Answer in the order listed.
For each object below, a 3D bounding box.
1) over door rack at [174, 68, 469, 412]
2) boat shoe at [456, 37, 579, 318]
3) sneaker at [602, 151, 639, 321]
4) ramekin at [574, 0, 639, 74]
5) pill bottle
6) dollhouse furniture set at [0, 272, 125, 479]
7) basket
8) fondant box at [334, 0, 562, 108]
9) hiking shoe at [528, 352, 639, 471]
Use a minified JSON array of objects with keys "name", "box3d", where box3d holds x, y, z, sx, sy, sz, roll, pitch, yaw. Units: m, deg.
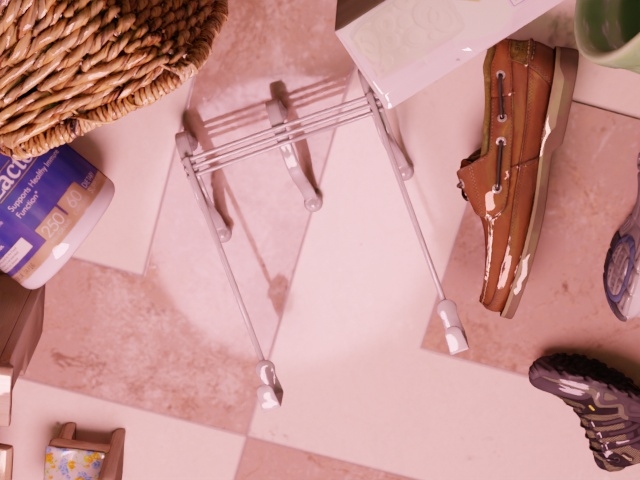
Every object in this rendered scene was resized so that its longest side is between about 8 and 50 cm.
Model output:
[{"name":"over door rack","box3d":[0.000,0.000,1.899,0.239,0.108,0.324,-19,88,8]},{"name":"boat shoe","box3d":[0.200,-0.070,1.890,0.104,0.111,0.307,11,101,2]},{"name":"sneaker","box3d":[0.410,-0.042,1.900,0.129,0.111,0.297,8,120,-14]},{"name":"ramekin","box3d":[0.391,-0.285,1.701,0.148,0.303,0.303,23,110,-14]},{"name":"pill bottle","box3d":[-0.367,-0.082,1.869,0.264,0.153,0.153,39,107,-12]},{"name":"dollhouse furniture set","box3d":[-0.414,0.261,1.943,0.362,0.256,0.394,7,110,-1]},{"name":"basket","box3d":[-0.245,-0.181,1.749,0.223,0.299,0.213,31,109,-9]},{"name":"fondant box","box3d":[0.139,-0.266,1.691,0.238,0.330,0.096,-31,107,12]},{"name":"hiking shoe","box3d":[0.333,0.212,1.995,0.227,0.086,0.114,23,106,-8]}]
